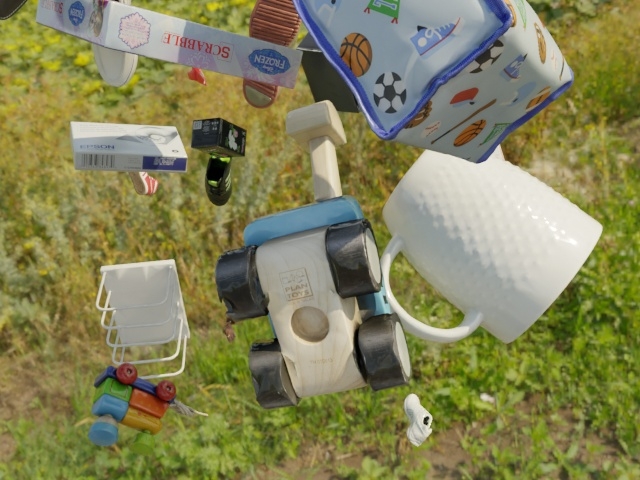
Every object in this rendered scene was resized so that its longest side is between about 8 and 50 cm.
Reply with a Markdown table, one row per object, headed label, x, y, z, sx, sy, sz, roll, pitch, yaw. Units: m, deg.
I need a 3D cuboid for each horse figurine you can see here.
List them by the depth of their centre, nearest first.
| label | x | y | z | sx | sy | sz | roll | pitch | yaw |
| --- | --- | --- | --- | --- | --- | --- | --- | --- | --- |
| horse figurine | -0.189 | 0.169 | 1.909 | 0.263 | 0.066 | 0.174 | -47 | 6 | -27 |

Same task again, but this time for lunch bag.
| label | x | y | z | sx | sy | sz | roll | pitch | yaw |
| --- | --- | --- | --- | --- | --- | --- | --- | --- | --- |
| lunch bag | 0.126 | -0.323 | 0.938 | 0.239 | 0.385 | 0.328 | -42 | -22 | 23 |

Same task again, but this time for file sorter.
| label | x | y | z | sx | sy | sz | roll | pitch | yaw |
| --- | --- | --- | --- | --- | --- | --- | --- | --- | --- |
| file sorter | -0.469 | 0.219 | 1.868 | 0.193 | 0.277 | 0.173 | -5 | 37 | -3 |

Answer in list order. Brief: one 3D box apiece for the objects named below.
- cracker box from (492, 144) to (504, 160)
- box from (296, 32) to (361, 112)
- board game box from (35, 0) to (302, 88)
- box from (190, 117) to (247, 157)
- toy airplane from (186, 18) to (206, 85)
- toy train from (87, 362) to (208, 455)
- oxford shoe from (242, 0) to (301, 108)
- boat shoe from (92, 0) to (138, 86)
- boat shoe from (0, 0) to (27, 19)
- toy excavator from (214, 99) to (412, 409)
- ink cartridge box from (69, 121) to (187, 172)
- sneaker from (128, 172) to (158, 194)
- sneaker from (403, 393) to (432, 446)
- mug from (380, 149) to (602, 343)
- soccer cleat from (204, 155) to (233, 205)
| label | x | y | z | sx | sy | sz | roll | pitch | yaw |
| --- | --- | --- | --- | --- | --- | --- | --- | --- | --- |
| cracker box | 0.350 | -0.187 | 1.574 | 0.067 | 0.232 | 0.156 | -16 | -3 | -4 |
| box | 0.061 | -0.382 | 1.405 | 0.108 | 0.153 | 0.207 | 14 | 56 | 29 |
| board game box | -0.247 | -0.327 | 1.127 | 0.318 | 0.065 | 0.319 | 3 | 18 | -39 |
| box | -0.179 | -0.180 | 1.244 | 0.062 | 0.052 | 0.083 | 0 | -8 | 29 |
| toy airplane | -0.274 | -0.402 | 1.516 | 0.028 | 0.151 | 0.151 | -30 | 33 | -30 |
| toy train | -0.327 | 0.353 | 1.362 | 0.105 | 0.248 | 0.143 | -39 | 32 | 33 |
| oxford shoe | -0.132 | -0.588 | 2.040 | 0.141 | 0.396 | 0.146 | 23 | 25 | 3 |
| boat shoe | -0.428 | -0.433 | 1.436 | 0.096 | 0.267 | 0.088 | 15 | 34 | -2 |
| boat shoe | -0.443 | -0.416 | 1.050 | 0.223 | 0.080 | 0.073 | -44 | 52 | 23 |
| toy excavator | 0.000 | 0.000 | 1.148 | 0.223 | 0.432 | 0.445 | -14 | 10 | 13 |
| ink cartridge box | -0.407 | -0.208 | 1.473 | 0.223 | 0.045 | 0.224 | -1 | 30 | -23 |
| sneaker | -0.455 | -0.170 | 1.798 | 0.042 | 0.118 | 0.067 | -19 | -7 | 19 |
| sneaker | 0.241 | 0.426 | 1.699 | 0.061 | 0.054 | 0.152 | -45 | 23 | 24 |
| mug | 0.262 | 0.016 | 1.281 | 0.328 | 0.276 | 0.374 | 38 | 74 | 9 |
| soccer cleat | -0.208 | -0.124 | 1.405 | 0.060 | 0.178 | 0.072 | 17 | 48 | 1 |
